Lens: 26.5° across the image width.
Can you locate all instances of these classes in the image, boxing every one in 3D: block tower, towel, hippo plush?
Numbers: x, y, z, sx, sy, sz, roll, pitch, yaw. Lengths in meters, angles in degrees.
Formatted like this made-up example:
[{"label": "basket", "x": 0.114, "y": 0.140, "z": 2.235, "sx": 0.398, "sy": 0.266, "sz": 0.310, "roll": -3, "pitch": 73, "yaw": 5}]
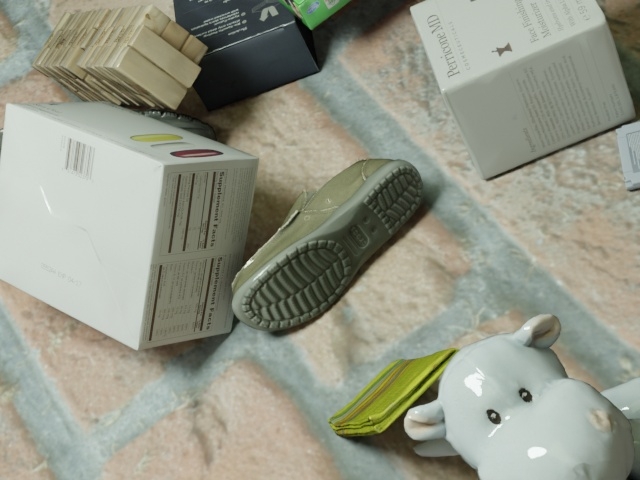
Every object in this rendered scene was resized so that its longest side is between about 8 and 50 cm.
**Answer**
[{"label": "block tower", "x": -0.252, "y": -0.226, "z": 1.687, "sx": 0.091, "sy": 0.097, "sz": 0.335, "roll": -58, "pitch": 29, "yaw": -9}, {"label": "towel", "x": 0.063, "y": 0.139, "z": 1.253, "sx": 0.021, "sy": 0.237, "sz": 0.102, "roll": 46, "pitch": 78, "yaw": 0}, {"label": "hippo plush", "x": 0.209, "y": 0.154, "z": 1.133, "sx": 0.234, "sy": 0.236, "sz": 0.294, "roll": -35, "pitch": 47, "yaw": -3}]

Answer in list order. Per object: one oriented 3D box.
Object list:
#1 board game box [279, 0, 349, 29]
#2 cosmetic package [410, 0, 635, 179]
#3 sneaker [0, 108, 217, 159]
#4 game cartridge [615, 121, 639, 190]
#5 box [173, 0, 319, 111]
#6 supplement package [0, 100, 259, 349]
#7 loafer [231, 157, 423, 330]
[{"label": "board game box", "x": 0.054, "y": -0.413, "z": 1.672, "sx": 0.317, "sy": 0.046, "sz": 0.213, "roll": -37, "pitch": 49, "yaw": -5}, {"label": "cosmetic package", "x": 0.217, "y": -0.193, "z": 1.468, "sx": 0.183, "sy": 0.151, "sz": 0.151, "roll": -23, "pitch": 46, "yaw": 8}, {"label": "sneaker", "x": -0.266, "y": -0.091, "z": 1.667, "sx": 0.286, "sy": 0.109, "sz": 0.130, "roll": -8, "pitch": 92, "yaw": 0}, {"label": "game cartridge", "x": 0.341, "y": -0.091, "z": 1.419, "sx": 0.056, "sy": 0.017, "sz": 0.083, "roll": -15, "pitch": 49, "yaw": 20}, {"label": "box", "x": -0.097, "y": -0.268, "z": 1.724, "sx": 0.156, "sy": 0.093, "sz": 0.158, "roll": -19, "pitch": 47, "yaw": 10}, {"label": "supplement package", "x": -0.220, "y": -0.026, "z": 1.491, "sx": 0.262, "sy": 0.145, "sz": 0.204, "roll": 22, "pitch": 108, "yaw": 37}, {"label": "loafer", "x": 0.000, "y": 0.000, "z": 1.474, "sx": 0.251, "sy": 0.094, "sz": 0.087, "roll": -39, "pitch": 35, "yaw": -13}]
